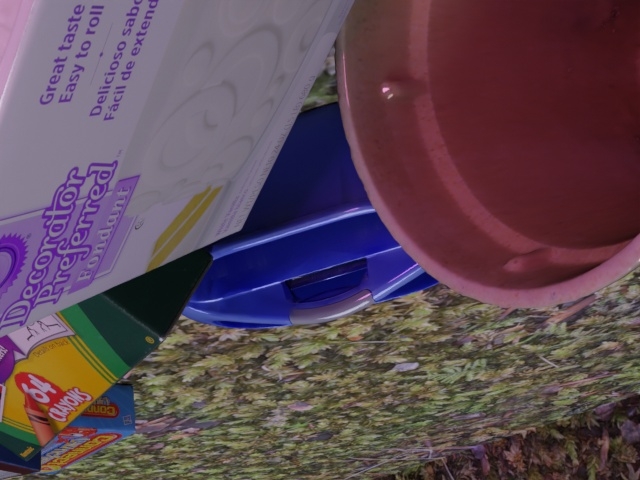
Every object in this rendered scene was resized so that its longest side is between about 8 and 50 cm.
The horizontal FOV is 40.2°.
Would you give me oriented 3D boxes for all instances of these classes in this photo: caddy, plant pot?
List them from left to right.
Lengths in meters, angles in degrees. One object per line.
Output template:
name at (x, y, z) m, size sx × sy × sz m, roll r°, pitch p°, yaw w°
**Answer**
caddy at (0.000, 0.000, 0.928) m, size 0.341 × 0.179 × 0.241 m, roll -17°, pitch 155°, yaw 15°
plant pot at (0.227, -0.141, 0.608) m, size 0.305 × 0.334 × 0.334 m, roll -8°, pitch 157°, yaw -33°

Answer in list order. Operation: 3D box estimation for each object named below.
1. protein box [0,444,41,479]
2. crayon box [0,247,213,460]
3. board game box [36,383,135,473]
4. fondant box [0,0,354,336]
protein box at (-0.487, 0.209, 1.162) m, size 0.135 × 0.200 × 0.201 m, roll -15°, pitch 154°, yaw 12°
crayon box at (-0.317, 0.030, 0.788) m, size 0.313 × 0.106 × 0.363 m, roll 37°, pitch 137°, yaw -12°
board game box at (-0.533, 0.327, 1.525) m, size 0.301 × 0.086 × 0.308 m, roll 15°, pitch 145°, yaw -41°
fondant box at (-0.111, -0.089, 0.510) m, size 0.238 × 0.096 × 0.330 m, roll -62°, pitch 165°, yaw 23°
